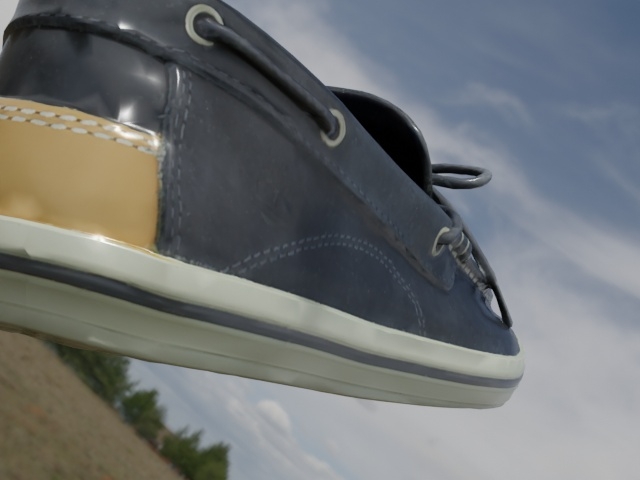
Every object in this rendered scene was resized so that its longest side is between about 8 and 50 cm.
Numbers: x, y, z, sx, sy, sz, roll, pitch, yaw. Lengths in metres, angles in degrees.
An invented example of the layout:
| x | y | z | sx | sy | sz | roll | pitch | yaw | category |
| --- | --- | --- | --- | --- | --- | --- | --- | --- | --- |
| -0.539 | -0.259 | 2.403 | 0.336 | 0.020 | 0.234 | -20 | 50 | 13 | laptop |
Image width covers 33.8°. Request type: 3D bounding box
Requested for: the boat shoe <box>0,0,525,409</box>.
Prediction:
| x | y | z | sx | sy | sz | roll | pitch | yaw | category |
| --- | --- | --- | --- | --- | --- | --- | --- | --- | --- |
| 0.000 | 0.000 | 0.562 | 0.186 | 0.156 | 0.500 | 6 | -8 | 27 | boat shoe |
